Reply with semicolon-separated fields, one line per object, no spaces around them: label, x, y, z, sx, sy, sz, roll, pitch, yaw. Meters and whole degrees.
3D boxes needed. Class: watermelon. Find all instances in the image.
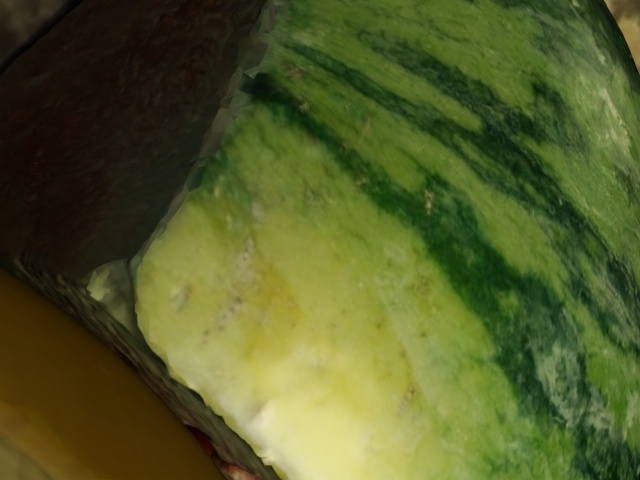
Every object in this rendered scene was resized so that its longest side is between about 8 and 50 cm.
watermelon;0.000;0.000;0.609;0.213;0.201;0.261;47;51;-36

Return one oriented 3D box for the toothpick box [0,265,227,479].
toothpick box;-0.180;0.187;0.388;0.409;0.425;0.408;-1;122;-1
